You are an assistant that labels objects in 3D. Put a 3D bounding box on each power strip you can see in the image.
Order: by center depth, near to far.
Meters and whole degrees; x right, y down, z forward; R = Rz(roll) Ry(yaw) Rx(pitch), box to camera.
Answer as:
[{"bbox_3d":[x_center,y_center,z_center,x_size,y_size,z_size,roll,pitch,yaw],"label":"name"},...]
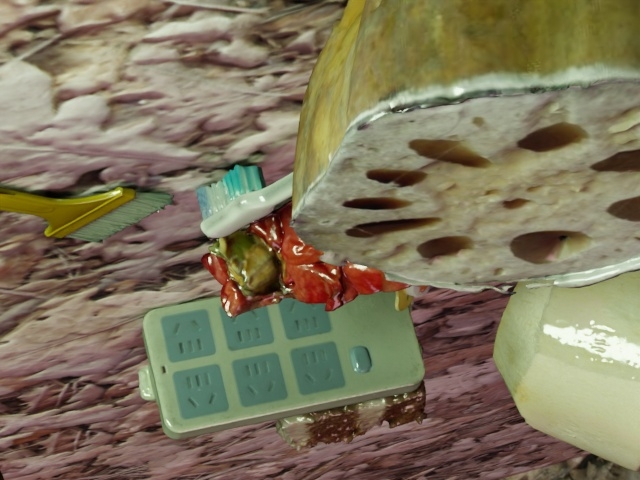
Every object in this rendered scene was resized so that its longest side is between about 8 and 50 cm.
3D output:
[{"bbox_3d":[-0.032,0.101,1.457,0.270,0.118,0.046,-10,159,-13],"label":"power strip"}]

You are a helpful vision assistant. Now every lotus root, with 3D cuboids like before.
[{"bbox_3d":[0.107,-0.094,0.865,0.272,0.192,0.272,-4,164,-1],"label":"lotus root"}]

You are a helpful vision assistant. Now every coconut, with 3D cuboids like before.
[{"bbox_3d":[0.293,0.103,1.513,0.241,0.241,0.241,-13,163,-4],"label":"coconut"}]

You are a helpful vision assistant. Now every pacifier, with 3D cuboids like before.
[{"bbox_3d":[0.068,0.021,1.422,0.064,0.068,0.083,15,151,18],"label":"pacifier"}]

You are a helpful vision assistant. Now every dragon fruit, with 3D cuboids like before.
[{"bbox_3d":[-0.009,-0.013,1.250,0.192,0.122,0.092,-18,123,21],"label":"dragon fruit"}]

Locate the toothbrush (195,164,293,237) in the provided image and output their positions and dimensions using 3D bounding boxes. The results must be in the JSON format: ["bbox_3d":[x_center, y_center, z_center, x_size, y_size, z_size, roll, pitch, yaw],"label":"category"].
[{"bbox_3d":[0.060,-0.096,1.052,0.418,0.040,0.042,-29,156,38],"label":"toothbrush"}]

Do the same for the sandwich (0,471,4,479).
[{"bbox_3d":[-0.428,0.287,1.764,0.090,0.088,0.244,-24,160,16],"label":"sandwich"}]

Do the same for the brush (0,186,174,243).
[{"bbox_3d":[-0.199,-0.026,1.110,0.083,0.011,0.205,-25,159,33],"label":"brush"}]

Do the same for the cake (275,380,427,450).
[{"bbox_3d":[0.016,0.129,1.561,0.147,0.134,0.135,-19,161,-7],"label":"cake"}]
